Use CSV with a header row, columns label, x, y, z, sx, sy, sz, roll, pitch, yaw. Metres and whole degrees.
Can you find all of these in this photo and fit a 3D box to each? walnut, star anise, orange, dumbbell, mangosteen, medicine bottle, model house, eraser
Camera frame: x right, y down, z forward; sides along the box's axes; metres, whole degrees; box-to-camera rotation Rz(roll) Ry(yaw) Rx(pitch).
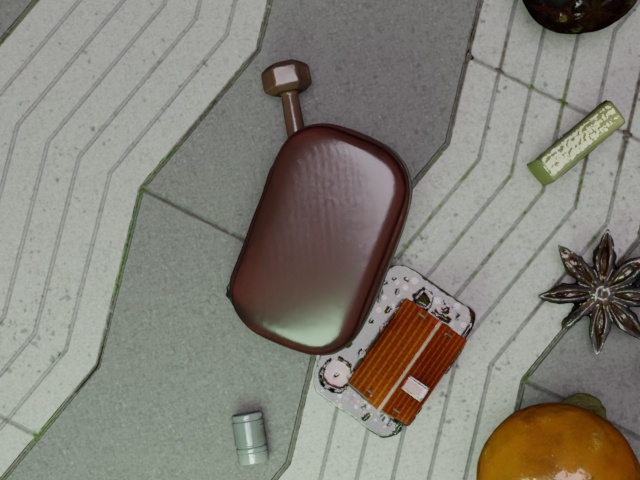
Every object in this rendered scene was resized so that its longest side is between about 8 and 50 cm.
label,x,y,z,sx,sy,sz,roll,pitch,yaw
walnut,0.474,0.319,1.925,0.092,0.092,0.092,0,87,1
star anise,0.531,0.095,1.935,0.262,0.081,0.230,3,86,12
orange,0.407,0.419,1.828,0.283,0.226,0.284,8,118,16
dumbbell,-0.048,-0.215,1.964,0.082,0.092,0.231,-13,86,31
mangosteen,0.454,-0.512,1.920,0.231,0.231,0.289,-22,60,0
medicine bottle,-0.128,0.361,1.943,0.058,0.058,0.091,-9,86,1
model house,0.132,0.199,1.902,0.207,0.154,0.294,35,89,1
eraser,0.465,-0.176,1.934,0.172,0.117,0.058,-39,87,-2

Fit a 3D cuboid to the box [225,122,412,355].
label,x,y,z,sx,sy,sz,roll,pitch,yaw
box,0.000,0.000,1.870,0.263,0.108,0.404,23,100,8
